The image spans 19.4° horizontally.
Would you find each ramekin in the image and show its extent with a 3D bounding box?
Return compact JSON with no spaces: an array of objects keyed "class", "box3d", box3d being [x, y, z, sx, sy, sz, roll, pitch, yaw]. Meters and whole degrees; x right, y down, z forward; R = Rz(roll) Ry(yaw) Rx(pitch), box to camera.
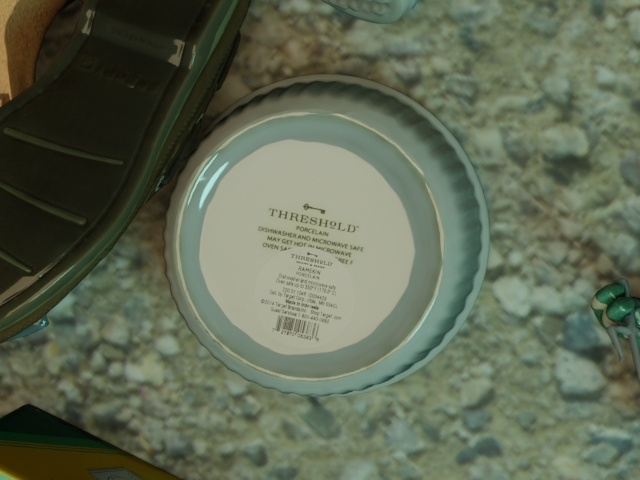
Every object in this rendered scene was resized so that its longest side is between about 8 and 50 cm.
[{"class":"ramekin","box3d":[0.000,0.000,1.155,0.207,0.109,0.207,0,94,6]}]

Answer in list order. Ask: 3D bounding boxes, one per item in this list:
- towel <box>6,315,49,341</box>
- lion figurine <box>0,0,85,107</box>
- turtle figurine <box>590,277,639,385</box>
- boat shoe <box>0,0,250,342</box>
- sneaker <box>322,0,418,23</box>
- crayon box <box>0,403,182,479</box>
[{"class":"towel","box3d":[-0.363,-0.059,1.151,0.271,0.040,0.370,-21,107,26]},{"class":"lion figurine","box3d":[-0.243,-0.228,1.170,0.392,0.142,0.240,43,90,-12]},{"class":"turtle figurine","box3d":[0.238,0.056,1.128,0.175,0.118,0.234,19,81,-10]},{"class":"boat shoe","box3d":[-0.128,-0.055,1.116,0.110,0.104,0.307,30,72,16]},{"class":"sneaker","box3d":[-0.056,-0.294,1.141,0.366,0.135,0.150,40,69,-5]},{"class":"crayon box","box3d":[-0.097,0.207,1.152,0.278,0.165,0.081,26,97,4]}]
